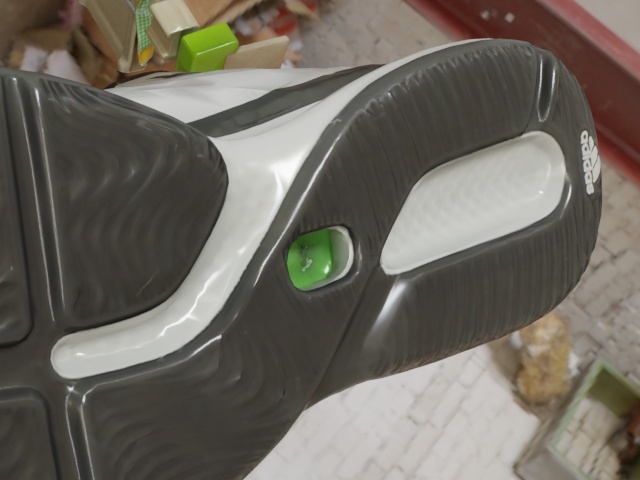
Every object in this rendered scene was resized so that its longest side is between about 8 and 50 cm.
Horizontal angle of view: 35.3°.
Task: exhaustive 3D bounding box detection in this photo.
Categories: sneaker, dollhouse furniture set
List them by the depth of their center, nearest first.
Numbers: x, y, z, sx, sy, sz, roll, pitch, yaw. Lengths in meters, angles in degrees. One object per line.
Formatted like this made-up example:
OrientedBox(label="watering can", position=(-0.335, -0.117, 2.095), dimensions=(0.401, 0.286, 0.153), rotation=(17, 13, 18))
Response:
OrientedBox(label="sneaker", position=(-0.113, 0.010, 0.439), dimensions=(0.447, 0.169, 0.257), rotation=(-13, -170, -35))
OrientedBox(label="dollhouse furniture set", position=(-0.168, -0.281, 1.236), dimensions=(0.151, 0.302, 0.198), rotation=(-19, 153, -29))
